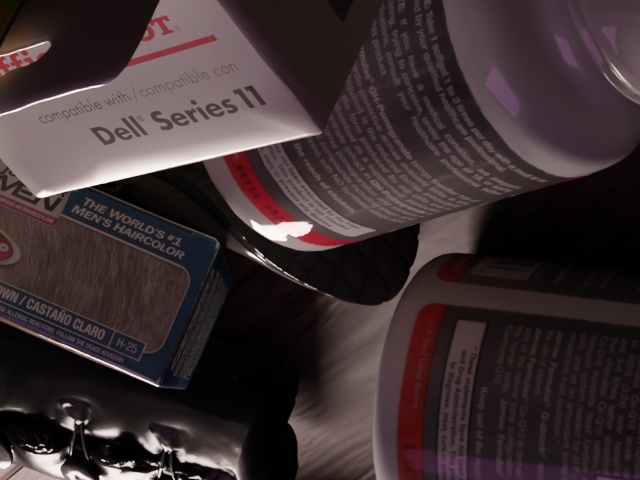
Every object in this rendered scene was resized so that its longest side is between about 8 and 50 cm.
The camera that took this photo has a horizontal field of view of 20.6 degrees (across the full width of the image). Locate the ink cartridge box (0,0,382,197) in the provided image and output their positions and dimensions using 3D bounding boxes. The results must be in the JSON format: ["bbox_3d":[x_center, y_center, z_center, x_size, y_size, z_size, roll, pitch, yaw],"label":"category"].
[{"bbox_3d":[-0.072,-0.147,0.916,0.207,0.353,0.119,-10,132,38],"label":"ink cartridge box"}]

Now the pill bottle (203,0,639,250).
[{"bbox_3d":[0.087,-0.109,1.027,0.319,0.176,0.176,-17,128,42],"label":"pill bottle"}]

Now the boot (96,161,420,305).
[{"bbox_3d":[-0.106,-0.063,1.247,0.338,0.118,0.223,33,165,-21],"label":"boot"}]

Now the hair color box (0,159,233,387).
[{"bbox_3d":[-0.163,0.029,1.268,0.174,0.105,0.347,23,174,1],"label":"hair color box"}]

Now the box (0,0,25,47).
[{"bbox_3d":[-0.272,-0.181,0.878,0.279,0.290,0.177,-17,128,32],"label":"box"}]

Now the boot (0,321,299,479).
[{"bbox_3d":[-0.235,0.184,1.614,0.445,0.146,0.367,9,149,10],"label":"boot"}]

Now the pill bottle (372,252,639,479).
[{"bbox_3d":[0.236,0.128,1.210,0.363,0.210,0.210,6,140,23],"label":"pill bottle"}]
